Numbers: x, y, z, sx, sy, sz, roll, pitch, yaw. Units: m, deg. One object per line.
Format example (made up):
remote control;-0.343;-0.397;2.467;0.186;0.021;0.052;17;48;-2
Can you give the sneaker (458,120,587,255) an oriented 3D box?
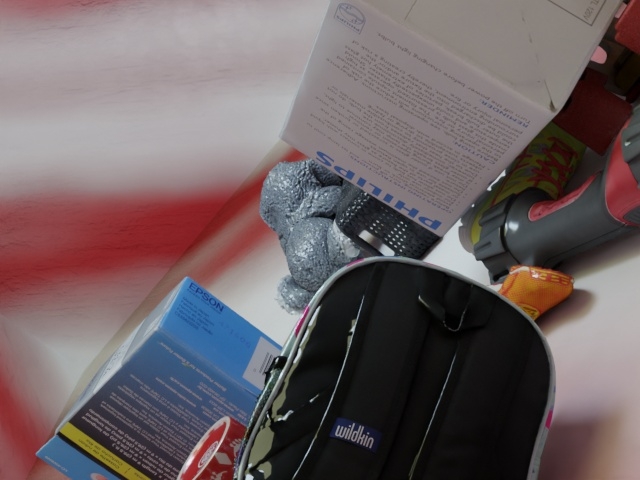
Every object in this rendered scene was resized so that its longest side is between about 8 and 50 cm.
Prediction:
sneaker;0.237;-0.063;1.283;0.208;0.081;0.094;-58;20;1

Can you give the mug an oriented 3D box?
mug;-0.043;0.246;1.205;0.150;0.169;0.113;-58;12;-21

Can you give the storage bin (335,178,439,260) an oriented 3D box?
storage bin;0.098;-0.050;1.646;0.084;0.122;0.180;-48;12;23

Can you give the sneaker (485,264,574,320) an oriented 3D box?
sneaker;0.187;0.068;1.142;0.175;0.064;0.067;136;149;-64

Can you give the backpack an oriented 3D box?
backpack;0.059;0.149;0.928;0.191;0.225;0.253;110;180;-68

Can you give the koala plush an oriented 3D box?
koala plush;0.000;0.000;1.784;0.196;0.203;0.221;-46;25;32

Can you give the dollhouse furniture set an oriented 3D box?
dollhouse furniture set;0.347;-0.186;1.115;0.201;0.152;0.374;-58;-5;-22

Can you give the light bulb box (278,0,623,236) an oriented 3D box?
light bulb box;0.157;-0.244;1.211;0.358;0.225;0.361;-58;-1;-19

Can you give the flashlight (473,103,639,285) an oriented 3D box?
flashlight;0.249;-0.043;1.093;0.103;0.103;0.304;-28;-1;-28

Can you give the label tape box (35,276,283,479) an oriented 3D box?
label tape box;-0.182;0.238;1.573;0.347;0.249;0.115;-43;15;39
